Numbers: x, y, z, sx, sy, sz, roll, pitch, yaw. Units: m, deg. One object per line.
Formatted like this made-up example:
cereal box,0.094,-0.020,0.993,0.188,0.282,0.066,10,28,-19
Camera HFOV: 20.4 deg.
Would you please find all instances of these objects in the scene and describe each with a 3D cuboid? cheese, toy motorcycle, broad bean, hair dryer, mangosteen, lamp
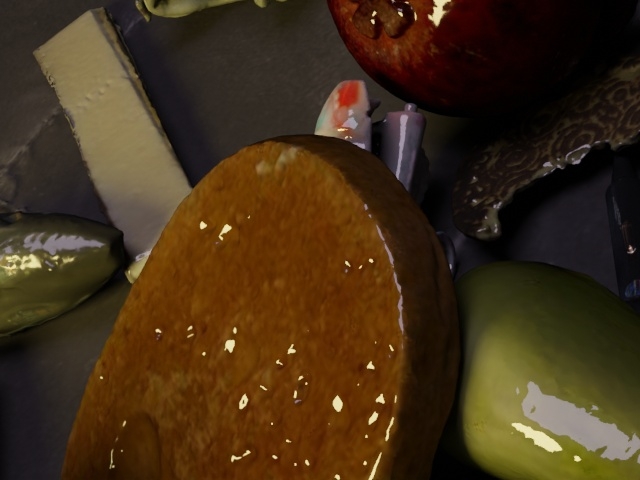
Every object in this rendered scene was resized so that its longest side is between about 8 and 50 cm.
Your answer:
cheese,-0.172,-0.093,1.518,0.085,0.034,0.400,-30,39,-1
toy motorcycle,0.000,0.000,1.184,0.110,0.171,0.260,-1,52,34
broad bean,0.167,0.089,0.968,0.263,0.189,0.121,16,102,36
hair dryer,0.218,0.005,1.122,0.173,0.050,0.195,-8,42,26
mangosteen,0.127,-0.199,1.279,0.257,0.215,0.215,-17,22,-40
lamp,-0.252,0.028,1.397,0.250,0.101,0.101,-11,44,29

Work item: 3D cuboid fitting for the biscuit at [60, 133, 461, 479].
biscuit,-0.033,0.127,1.036,0.314,0.063,0.367,49,118,42

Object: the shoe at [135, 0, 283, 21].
shoe,-0.021,-0.290,1.541,0.342,0.132,0.211,-15,47,30

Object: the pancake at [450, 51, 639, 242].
pancake,0.175,-0.070,1.223,0.190,0.020,0.184,-17,30,34
